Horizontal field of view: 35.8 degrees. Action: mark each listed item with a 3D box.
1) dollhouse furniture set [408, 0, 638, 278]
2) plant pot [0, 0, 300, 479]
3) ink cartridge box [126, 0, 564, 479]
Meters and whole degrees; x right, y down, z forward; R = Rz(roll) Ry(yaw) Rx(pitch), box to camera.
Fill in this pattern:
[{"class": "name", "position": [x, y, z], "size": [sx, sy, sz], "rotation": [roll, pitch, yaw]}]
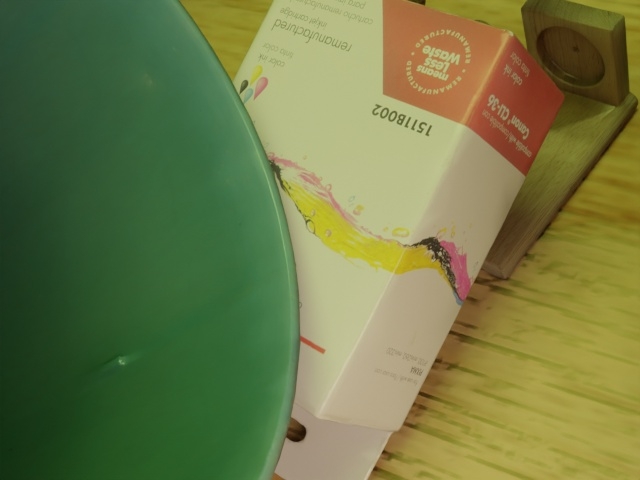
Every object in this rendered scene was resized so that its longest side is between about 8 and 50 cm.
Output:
[{"class": "dollhouse furniture set", "position": [0.048, -0.095, 0.463], "size": [0.144, 0.151, 0.123], "rotation": [25, 64, 35]}, {"class": "plant pot", "position": [-0.192, 0.021, 0.330], "size": [0.235, 0.293, 0.293], "rotation": [-31, 40, 36]}, {"class": "ink cartridge box", "position": [0.000, 0.000, 0.412], "size": [0.115, 0.067, 0.198], "rotation": [26, 90, 35]}]
